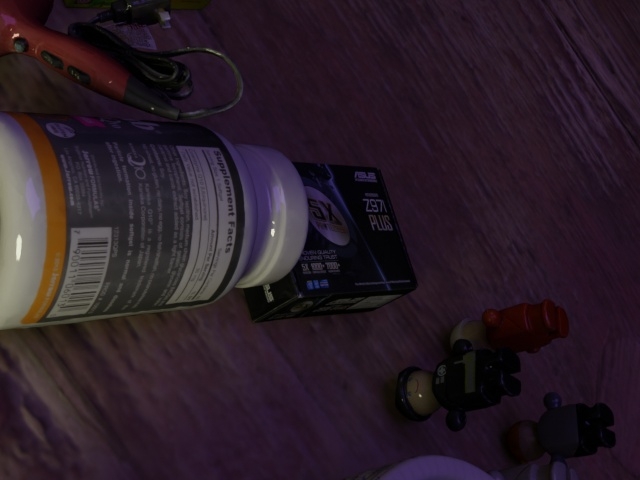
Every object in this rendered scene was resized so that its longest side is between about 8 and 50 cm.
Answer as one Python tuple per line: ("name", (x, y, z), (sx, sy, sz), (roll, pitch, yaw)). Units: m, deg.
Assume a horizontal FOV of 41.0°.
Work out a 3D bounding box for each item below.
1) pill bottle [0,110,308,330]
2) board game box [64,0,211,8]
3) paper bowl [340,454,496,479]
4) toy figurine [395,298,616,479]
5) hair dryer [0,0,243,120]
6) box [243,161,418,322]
("pill bottle", (-0.153, -0.018, 0.704), (0.278, 0.162, 0.162), (-3, 70, -45))
("board game box", (-0.199, -0.297, 0.909), (0.181, 0.043, 0.092), (-16, 78, -47))
("paper bowl", (0.076, 0.337, 0.725), (0.284, 0.148, 0.284), (22, 53, -33))
("toy figurine", (0.203, 0.188, 0.945), (0.213, 0.148, 0.209), (-33, 97, -50))
("hair dryer", (-0.229, -0.176, 0.719), (0.293, 0.080, 0.223), (-11, 40, -25))
("box", (0.000, 0.000, 0.901), (0.180, 0.077, 0.147), (0, 67, -43))
